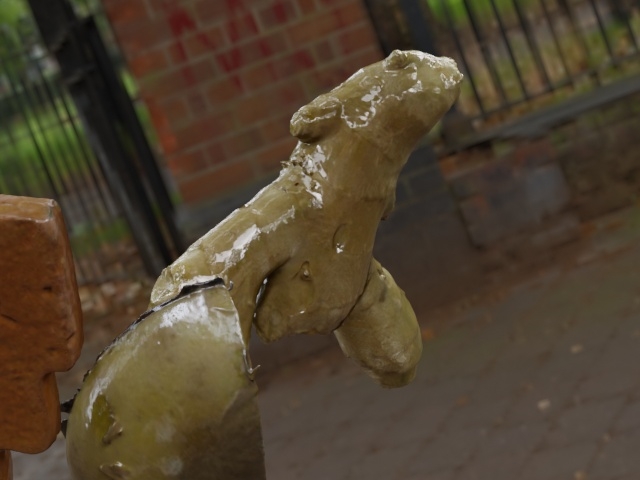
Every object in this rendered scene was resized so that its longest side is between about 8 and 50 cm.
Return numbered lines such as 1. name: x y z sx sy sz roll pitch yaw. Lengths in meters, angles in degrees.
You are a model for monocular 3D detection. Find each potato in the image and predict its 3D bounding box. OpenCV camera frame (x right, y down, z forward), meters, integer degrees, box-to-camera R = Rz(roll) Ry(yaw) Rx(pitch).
1. potato: -0.109 0.145 1.155 0.138 0.243 0.098 -14 51 -9

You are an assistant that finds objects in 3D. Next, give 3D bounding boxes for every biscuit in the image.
1. biscuit: -0.264 0.070 1.060 0.306 0.284 0.043 -40 25 23

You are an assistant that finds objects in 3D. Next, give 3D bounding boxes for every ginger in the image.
1. ginger: -0.021 -0.003 1.507 0.363 0.348 0.122 -6 18 -38
